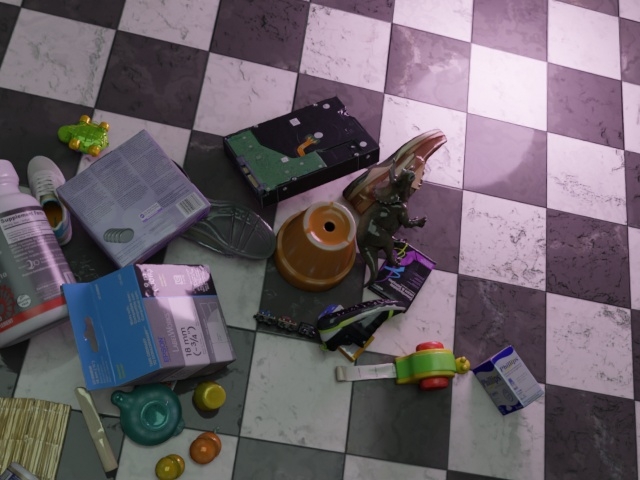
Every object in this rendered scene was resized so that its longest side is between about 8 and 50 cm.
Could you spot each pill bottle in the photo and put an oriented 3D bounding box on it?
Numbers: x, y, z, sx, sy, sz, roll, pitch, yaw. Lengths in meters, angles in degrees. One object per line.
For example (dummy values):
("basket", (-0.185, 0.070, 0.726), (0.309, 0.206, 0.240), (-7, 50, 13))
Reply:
("pill bottle", (-0.631, 0.535, 1.541), (0.094, 0.094, 0.169), (36, 65, 2))
("pill bottle", (-0.670, 0.027, 1.660), (0.210, 0.210, 0.363), (-25, 88, -21))

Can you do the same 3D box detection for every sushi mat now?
("sushi mat", (-0.630, 0.489, 1.622), (0.151, 0.019, 0.317), (10, 67, -10))

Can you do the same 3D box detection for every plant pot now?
("plant pot", (0.000, 0.000, 1.880), (0.205, 0.188, 0.205), (5, 68, -12))

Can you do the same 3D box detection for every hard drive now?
("hard drive", (-0.050, -0.230, 1.981), (0.338, 0.064, 0.237), (-23, 53, -18))

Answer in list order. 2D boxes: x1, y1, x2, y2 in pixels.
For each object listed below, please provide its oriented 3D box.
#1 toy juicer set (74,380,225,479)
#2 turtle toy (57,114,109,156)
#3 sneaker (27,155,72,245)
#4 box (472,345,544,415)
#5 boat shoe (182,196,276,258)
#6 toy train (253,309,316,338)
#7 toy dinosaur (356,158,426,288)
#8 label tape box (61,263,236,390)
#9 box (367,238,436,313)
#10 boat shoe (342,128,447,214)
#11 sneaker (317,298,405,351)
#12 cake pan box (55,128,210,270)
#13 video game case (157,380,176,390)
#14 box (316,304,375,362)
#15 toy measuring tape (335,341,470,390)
("toy juicer set", (-0.367, 0.415, 1.687), (0.329, 0.089, 0.209), (2, 81, -22))
("turtle toy", (-0.581, -0.252, 1.909), (0.130, 0.066, 0.095), (19, 65, -5))
("sneaker", (-0.634, -0.105, 1.823), (0.087, 0.092, 0.229), (-16, 72, -17))
("box", (0.452, 0.341, 1.885), (0.072, 0.126, 0.137), (-29, 77, -21))
("boat shoe", (-0.262, -0.035, 1.888), (0.320, 0.103, 0.118), (19, 67, -9))
("toy train", (-0.084, 0.198, 1.868), (0.158, 0.027, 0.036), (17, 62, -7))
("toy dinosaur", (0.158, -0.035, 1.943), (0.160, 0.121, 0.314), (29, 99, -11))
("label tape box", (-0.360, 0.179, 1.675), (0.333, 0.106, 0.241), (3, 62, -52))
("box", (0.209, 0.090, 1.982), (0.116, 0.029, 0.162), (34, 66, 2))
("boat shoe", (0.209, -0.170, 2.048), (0.324, 0.122, 0.120), (-36, 87, -14))
("sneaker", (0.098, 0.206, 1.866), (0.234, 0.084, 0.097), (-15, 96, -18))
("cake pan box", (-0.421, -0.093, 1.777), (0.267, 0.070, 0.246), (-40, 85, -20))
("video game case", (-0.360, 0.285, 1.775), (0.087, 0.011, 0.122), (23, 65, -4))
("box", (0.056, 0.221, 1.893), (0.136, 0.028, 0.081), (43, 65, 8))
("toy measuring tape", (0.207, 0.301, 1.850), (0.330, 0.121, 0.121), (0, 68, -13))
